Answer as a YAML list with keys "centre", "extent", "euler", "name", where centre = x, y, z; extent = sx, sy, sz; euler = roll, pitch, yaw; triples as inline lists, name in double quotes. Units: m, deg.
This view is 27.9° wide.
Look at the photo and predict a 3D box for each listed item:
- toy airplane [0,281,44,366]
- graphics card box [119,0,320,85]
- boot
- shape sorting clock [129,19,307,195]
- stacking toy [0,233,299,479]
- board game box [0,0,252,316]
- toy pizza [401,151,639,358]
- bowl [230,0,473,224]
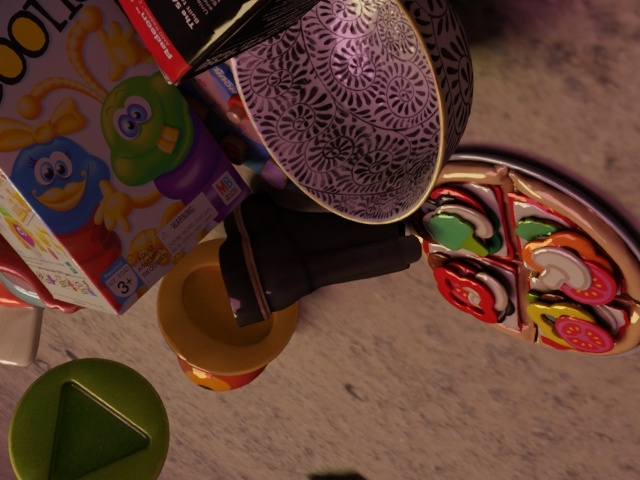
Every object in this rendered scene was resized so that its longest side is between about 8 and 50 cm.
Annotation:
- centre: [-0.468, 0.052, 1.377]
  extent: [0.386, 0.272, 0.384]
  euler: [31, 171, -33]
  name: "toy airplane"
- centre: [-0.023, -0.234, 0.527]
  extent: [0.233, 0.094, 0.371]
  euler: [60, 152, -2]
  name: "graphics card box"
- centre: [0.000, 0.000, 0.957]
  extent: [0.198, 0.137, 0.077]
  euler: [-100, -6, -68]
  name: "boot"
- centre: [-0.050, -0.099, 0.899]
  extent: [0.206, 0.040, 0.206]
  euler: [28, 152, 17]
  name: "shape sorting clock"
- centre: [-0.203, 0.087, 1.137]
  extent: [0.309, 0.279, 0.130]
  euler: [32, 164, 7]
  name: "stacking toy"
- centre: [-0.203, -0.099, 0.929]
  extent: [0.275, 0.142, 0.144]
  euler: [54, 157, -23]
  name: "board game box"
- centre: [0.136, 0.020, 0.876]
  extent: [0.201, 0.032, 0.201]
  euler: [29, 152, 17]
  name: "toy pizza"
- centre: [0.031, -0.101, 0.733]
  extent: [0.170, 0.080, 0.170]
  euler: [31, 136, 35]
  name: "bowl"
